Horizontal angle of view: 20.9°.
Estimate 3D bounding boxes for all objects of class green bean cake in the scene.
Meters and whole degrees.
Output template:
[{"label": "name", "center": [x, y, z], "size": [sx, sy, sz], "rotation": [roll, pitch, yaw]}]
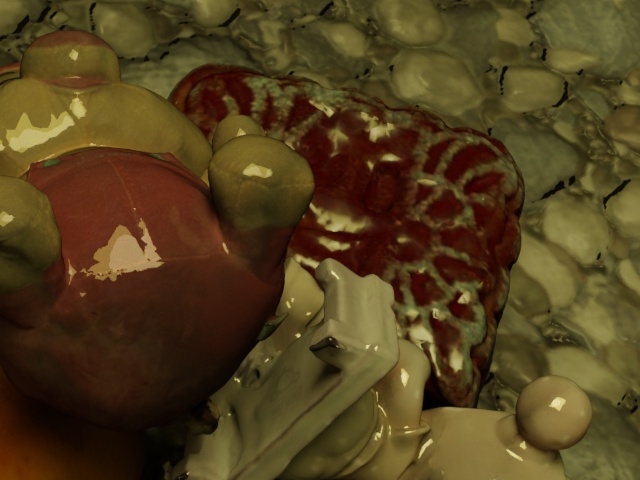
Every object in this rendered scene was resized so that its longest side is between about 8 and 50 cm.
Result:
[{"label": "green bean cake", "center": [0.000, 0.000, 1.016], "size": [0.232, 0.097, 0.198], "rotation": [19, 54, 3]}]

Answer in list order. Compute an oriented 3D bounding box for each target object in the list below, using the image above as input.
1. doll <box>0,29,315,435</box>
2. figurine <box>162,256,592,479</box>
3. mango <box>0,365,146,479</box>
[{"label": "doll", "center": [-0.118, -0.018, 0.835], "size": [0.196, 0.152, 0.256], "rotation": [24, 7, -27]}, {"label": "figurine", "center": [0.054, 0.126, 0.878], "size": [0.256, 0.144, 0.182], "rotation": [39, 96, -19]}, {"label": "mango", "center": [-0.215, 0.153, 0.830], "size": [0.350, 0.199, 0.201], "rotation": [-28, 94, -38]}]
